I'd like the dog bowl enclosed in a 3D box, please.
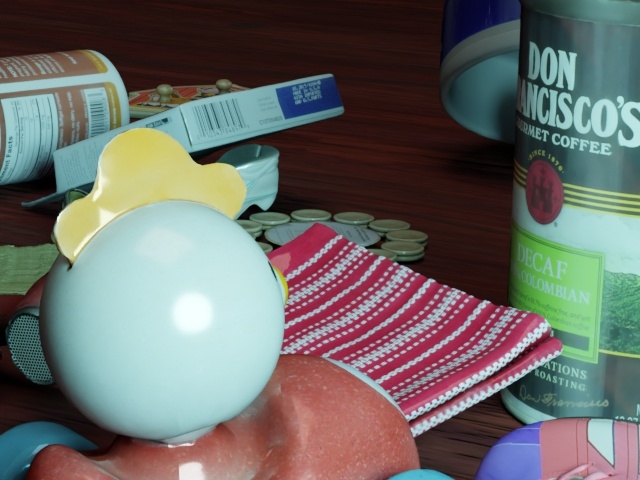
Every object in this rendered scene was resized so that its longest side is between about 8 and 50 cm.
[{"bbox_3d":[0.253,-0.189,1.875,0.265,0.104,0.265,2,-21,1],"label":"dog bowl"}]

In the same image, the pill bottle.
[{"bbox_3d":[-0.300,-0.114,1.756,0.216,0.121,0.121,-10,18,-37],"label":"pill bottle"}]

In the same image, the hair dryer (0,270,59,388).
[{"bbox_3d":[-0.192,0.040,1.199,0.293,0.080,0.223,-12,19,-15],"label":"hair dryer"}]

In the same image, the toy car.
[{"bbox_3d":[-0.052,0.059,0.876,0.210,0.238,0.219,-16,22,-32],"label":"toy car"}]

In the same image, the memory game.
[{"bbox_3d":[0.000,0.000,1.568,0.186,0.012,0.186,1,14,0],"label":"memory game"}]

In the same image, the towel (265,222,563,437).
[{"bbox_3d":[-0.003,0.066,1.181,0.199,0.031,0.275,-27,26,-23],"label":"towel"}]

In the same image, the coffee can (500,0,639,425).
[{"bbox_3d":[0.220,-0.026,1.170,0.201,0.275,0.201,1,15,0],"label":"coffee can"}]

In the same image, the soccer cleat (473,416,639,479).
[{"bbox_3d":[0.147,0.146,0.802,0.116,0.109,0.318,21,6,-33],"label":"soccer cleat"}]

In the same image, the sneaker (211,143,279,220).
[{"bbox_3d":[-0.102,-0.037,1.617,0.152,0.061,0.053,-15,28,-21],"label":"sneaker"}]

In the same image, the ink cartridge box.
[{"bbox_3d":[-0.129,-0.093,1.684,0.224,0.045,0.223,-16,1,38],"label":"ink cartridge box"}]

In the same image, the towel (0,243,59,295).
[{"bbox_3d":[-0.227,0.032,1.397,0.110,0.027,0.148,-1,16,-7],"label":"towel"}]

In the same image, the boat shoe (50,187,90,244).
[{"bbox_3d":[-0.180,-0.007,1.503,0.056,0.049,0.152,-8,18,-32],"label":"boat shoe"}]

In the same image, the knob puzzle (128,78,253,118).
[{"bbox_3d":[-0.133,-0.171,2.166,0.213,0.030,0.213,1,15,0],"label":"knob puzzle"}]
